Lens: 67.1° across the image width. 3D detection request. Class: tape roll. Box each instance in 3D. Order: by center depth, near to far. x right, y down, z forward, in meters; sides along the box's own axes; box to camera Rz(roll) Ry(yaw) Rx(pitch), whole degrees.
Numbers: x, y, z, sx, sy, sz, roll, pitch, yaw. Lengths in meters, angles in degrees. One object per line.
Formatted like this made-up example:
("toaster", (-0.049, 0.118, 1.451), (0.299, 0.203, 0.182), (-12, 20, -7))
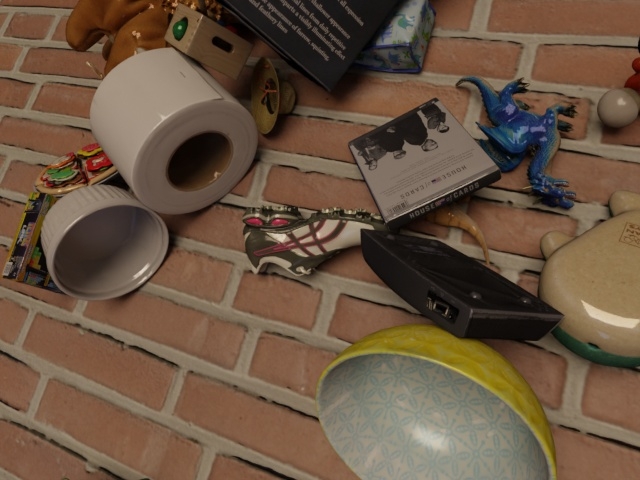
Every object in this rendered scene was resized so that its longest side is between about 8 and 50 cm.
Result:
("tape roll", (-0.259, -0.190, 0.870), (0.246, 0.246, 0.169), (-42, 65, 0))

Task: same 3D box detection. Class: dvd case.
("dvd case", (0.154, -0.133, 0.783), (0.179, 0.029, 0.238), (-26, 42, 8))

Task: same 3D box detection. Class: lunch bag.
("lunch bag", (0.123, -0.392, 0.902), (0.151, 0.096, 0.128), (11, 76, 33))

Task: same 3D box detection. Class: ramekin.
("ramekin", (-0.397, -0.003, 0.878), (0.109, 0.207, 0.207), (38, 87, 34))

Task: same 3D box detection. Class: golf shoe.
("golf shoe", (0.000, 0.000, 0.817), (0.273, 0.105, 0.120), (2, 95, 19))

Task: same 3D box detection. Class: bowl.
("bowl", (0.155, 0.209, 0.629), (0.290, 0.289, 0.156), (17, 36, 22))

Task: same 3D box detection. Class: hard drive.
("hard drive", (0.170, 0.055, 0.652), (0.255, 0.172, 0.054), (42, 120, 58))

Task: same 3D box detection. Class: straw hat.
("straw hat", (-0.083, -0.281, 0.942), (0.061, 0.144, 0.144), (-7, 63, -30))

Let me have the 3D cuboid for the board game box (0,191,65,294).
("board game box", (-0.520, 0.011, 0.942), (0.048, 0.141, 0.170), (4, 74, 21))

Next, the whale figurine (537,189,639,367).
("whale figurine", (0.406, 0.049, 0.653), (0.216, 0.141, 0.272), (21, 55, 29))

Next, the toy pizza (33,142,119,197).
("toy pizza", (-0.494, -0.155, 0.997), (0.202, 0.032, 0.201), (-8, 38, 6))

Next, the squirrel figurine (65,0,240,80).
("squirrel figurine", (-0.334, -0.477, 0.986), (0.397, 0.281, 0.370), (-26, 72, 11))

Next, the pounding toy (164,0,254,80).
("pounding toy", (-0.200, -0.369, 0.852), (0.130, 0.141, 0.100), (42, 109, 41))

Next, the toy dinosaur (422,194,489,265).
("toy dinosaur", (0.206, -0.048, 0.781), (0.212, 0.064, 0.112), (27, 94, 34))

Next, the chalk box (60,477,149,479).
("chalk box", (-0.313, 0.481, 0.696), (0.289, 0.179, 0.180), (38, 87, 26))

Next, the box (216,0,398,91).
("box", (-0.001, -0.515, 0.799), (0.395, 0.294, 0.212), (-51, 42, 12))

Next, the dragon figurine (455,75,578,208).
("dragon figurine", (0.298, -0.170, 0.769), (0.289, 0.085, 0.144), (41, 87, 24))

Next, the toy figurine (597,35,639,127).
("toy figurine", (0.510, -0.198, 0.642), (0.148, 0.213, 0.209), (-33, 69, -8))
